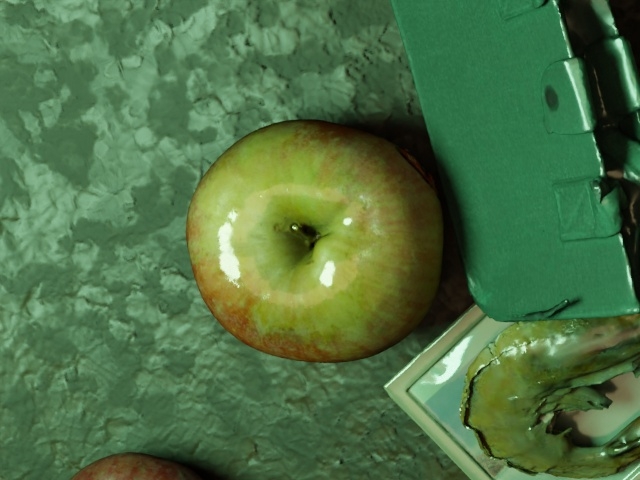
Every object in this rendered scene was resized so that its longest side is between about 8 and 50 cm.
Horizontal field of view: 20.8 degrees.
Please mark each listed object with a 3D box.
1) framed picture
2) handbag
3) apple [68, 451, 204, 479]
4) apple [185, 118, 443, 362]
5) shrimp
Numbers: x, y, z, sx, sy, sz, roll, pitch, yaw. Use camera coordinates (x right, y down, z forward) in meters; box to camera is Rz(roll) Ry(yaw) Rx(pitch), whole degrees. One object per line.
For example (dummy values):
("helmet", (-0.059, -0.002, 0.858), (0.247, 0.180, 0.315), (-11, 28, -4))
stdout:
("framed picture", (0.226, 0.103, 1.445), (0.213, 0.016, 0.289), (46, 105, 1))
("handbag", (0.156, -0.105, 1.302), (0.089, 0.238, 0.326), (-14, 92, -22))
("apple", (-0.157, 0.256, 1.500), (0.153, 0.120, 0.153), (1, 98, 6))
("apple", (0.000, 0.000, 1.401), (0.209, 0.164, 0.209), (0, 91, 8))
("shrimp", (0.234, 0.117, 1.399), (0.253, 0.058, 0.173), (-17, 115, 14))
